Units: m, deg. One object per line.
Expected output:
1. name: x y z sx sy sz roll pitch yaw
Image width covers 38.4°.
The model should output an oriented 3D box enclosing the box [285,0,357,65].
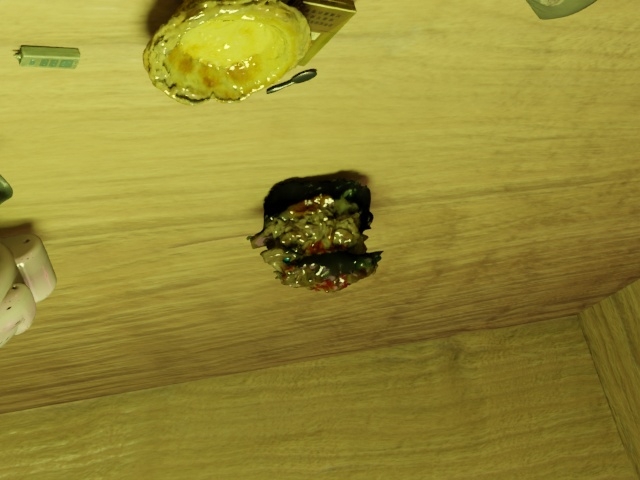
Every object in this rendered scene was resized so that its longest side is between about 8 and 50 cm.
1. box: -0.024 -0.279 1.218 0.090 0.023 0.133 1 156 -35

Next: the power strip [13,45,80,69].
1. power strip: -0.338 -0.226 1.140 0.083 0.017 0.027 -5 157 -31

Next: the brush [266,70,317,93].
1. brush: -0.043 -0.233 1.356 0.083 0.008 0.024 -20 162 16

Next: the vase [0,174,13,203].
1. vase: -0.590 -0.032 1.330 0.251 0.156 0.301 3 161 -23

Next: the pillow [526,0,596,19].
1. pillow: 0.315 -0.359 1.194 0.169 0.059 0.255 -29 156 28

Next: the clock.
1. clock: -0.600 0.114 1.468 0.296 0.322 0.113 -9 120 7

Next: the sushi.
1. sushi: 0.001 0.005 1.745 0.239 0.218 0.225 -20 157 12

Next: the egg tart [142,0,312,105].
1. egg tart: -0.118 -0.248 1.131 0.213 0.090 0.212 -14 161 -5
